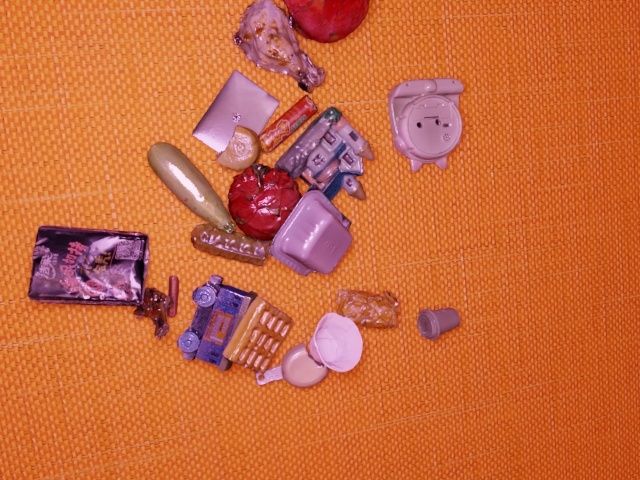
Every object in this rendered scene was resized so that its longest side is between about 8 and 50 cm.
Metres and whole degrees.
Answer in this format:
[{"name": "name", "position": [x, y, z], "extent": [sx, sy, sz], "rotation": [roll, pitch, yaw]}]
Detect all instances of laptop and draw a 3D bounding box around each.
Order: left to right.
[{"name": "laptop", "position": [-0.284, -0.415, 1.628], "extent": [0.188, 0.015, 0.269], "rotation": [34, 87, -13]}]

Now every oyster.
[{"name": "oyster", "position": [-0.115, -0.629, 1.578], "extent": [0.337, 0.133, 0.198], "rotation": [35, 117, -19]}]

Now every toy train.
[{"name": "toy train", "position": [-0.345, 0.273, 1.610], "extent": [0.202, 0.131, 0.299], "rotation": [20, 94, -1]}]

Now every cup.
[{"name": "cup", "position": [0.453, 0.310, 1.822], "extent": [0.141, 0.120, 0.120], "rotation": [-8, 97, -21]}]

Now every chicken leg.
[{"name": "chicken leg", "position": [-0.531, 0.229, 1.563], "extent": [0.125, 0.196, 0.080], "rotation": [-54, 144, -12]}]

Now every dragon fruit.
[{"name": "dragon fruit", "position": [-0.168, -0.110, 1.570], "extent": [0.244, 0.244, 0.299], "rotation": [-47, 115, -5]}, {"name": "dragon fruit", "position": [0.023, -0.797, 1.536], "extent": [0.296, 0.301, 0.295], "rotation": [1, 76, -3]}]

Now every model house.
[{"name": "model house", "position": [0.057, -0.249, 1.639], "extent": [0.325, 0.194, 0.267], "rotation": [42, 85, -17]}]

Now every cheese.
[{"name": "cheese", "position": [-0.097, 0.479, 1.729], "extent": [0.249, 0.071, 0.163], "rotation": [-33, 101, -8]}]

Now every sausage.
[{"name": "sausage", "position": [-0.499, 0.190, 1.627], "extent": [0.030, 0.035, 0.147], "rotation": [7, 97, 13]}, {"name": "sausage", "position": [-0.124, -0.384, 1.640], "extent": [0.264, 0.083, 0.083], "rotation": [-43, 103, -5]}]

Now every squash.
[{"name": "squash", "position": [-0.414, -0.166, 1.567], "extent": [0.118, 0.118, 0.370], "rotation": [-43, 101, -6]}]

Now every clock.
[{"name": "clock", "position": [0.391, -0.414, 1.737], "extent": [0.265, 0.108, 0.324], "rotation": [-8, 98, -13]}]

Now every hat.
[{"name": "hat", "position": [0.036, 0.366, 1.683], "extent": [0.203, 0.126, 0.203], "rotation": [13, 62, -25]}]

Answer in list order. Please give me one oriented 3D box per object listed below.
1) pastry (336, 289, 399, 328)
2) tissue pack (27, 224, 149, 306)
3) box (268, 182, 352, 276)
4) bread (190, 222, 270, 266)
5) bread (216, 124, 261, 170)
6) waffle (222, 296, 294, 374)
[{"name": "pastry", "position": [0.181, 0.245, 1.754], "extent": [0.250, 0.102, 0.154], "rotation": [6, 97, -12]}, {"name": "tissue pack", "position": [-0.716, 0.080, 1.509], "extent": [0.332, 0.123, 0.245], "rotation": [4, 73, -16]}, {"name": "box", "position": [0.000, 0.000, 1.587], "extent": [0.106, 0.337, 0.264], "rotation": [32, 87, 29]}, {"name": "bread", "position": [-0.306, 0.013, 1.628], "extent": [0.269, 0.098, 0.087], "rotation": [16, 53, -14]}, {"name": "bread", "position": [-0.263, -0.293, 1.585], "extent": [0.125, 0.086, 0.156], "rotation": [37, 103, -9]}, {"name": "waffle", "position": [-0.203, 0.323, 1.615], "extent": [0.055, 0.248, 0.221], "rotation": [23, 75, 29]}]
